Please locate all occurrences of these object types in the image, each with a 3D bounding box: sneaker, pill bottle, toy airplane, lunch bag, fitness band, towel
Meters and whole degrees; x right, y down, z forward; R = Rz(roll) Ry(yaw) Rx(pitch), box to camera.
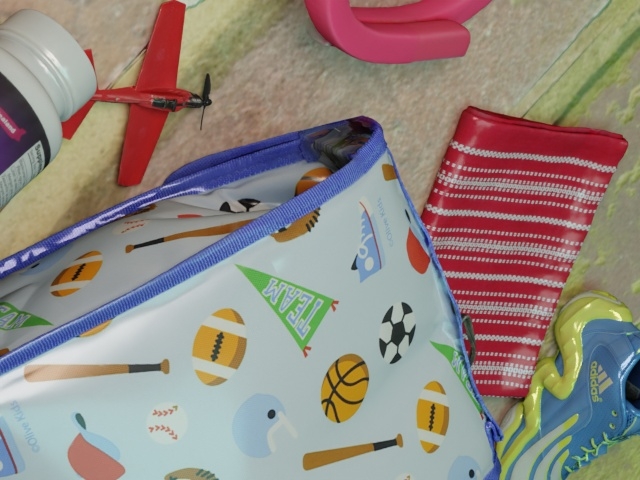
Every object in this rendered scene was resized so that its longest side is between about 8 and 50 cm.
[{"bbox_3d":[0.244,0.172,1.796,0.091,0.126,0.240,3,112,-37],"label":"sneaker"},{"bbox_3d":[-0.244,-0.069,1.300,0.193,0.108,0.108,-46,135,-28],"label":"pill bottle"},{"bbox_3d":[-0.141,-0.109,1.421,0.151,0.028,0.151,-17,122,-29],"label":"toy airplane"},{"bbox_3d":[-0.071,0.124,1.434,0.385,0.239,0.328,-28,113,-15],"label":"lunch bag"},{"bbox_3d":[0.086,-0.237,1.446,0.291,0.054,0.209,-11,129,-53],"label":"fitness band"},{"bbox_3d":[0.157,0.017,1.711,0.199,0.031,0.275,8,110,-38],"label":"towel"}]

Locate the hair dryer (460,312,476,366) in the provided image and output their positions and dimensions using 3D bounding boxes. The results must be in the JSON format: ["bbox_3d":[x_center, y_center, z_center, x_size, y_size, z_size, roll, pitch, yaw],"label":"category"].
[{"bbox_3d":[0.040,0.210,1.685,0.223,0.080,0.293,-8,128,-30],"label":"hair dryer"}]
